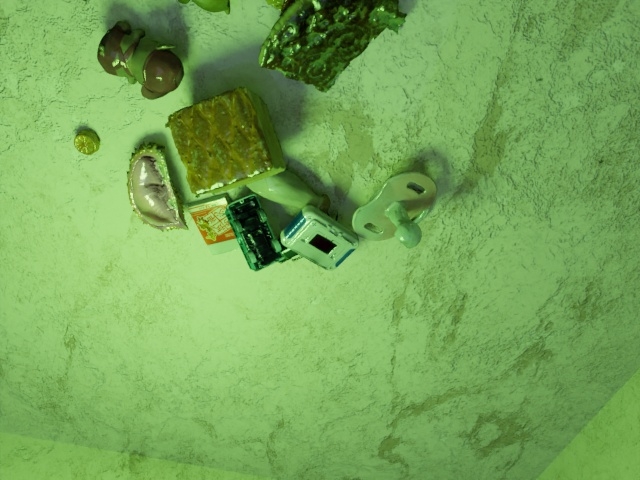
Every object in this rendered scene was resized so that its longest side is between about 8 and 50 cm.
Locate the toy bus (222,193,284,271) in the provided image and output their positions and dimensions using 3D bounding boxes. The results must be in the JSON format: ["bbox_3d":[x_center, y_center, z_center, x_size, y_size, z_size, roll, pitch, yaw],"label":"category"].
[{"bbox_3d":[-0.244,-0.027,1.785,0.128,0.147,0.255,-25,96,-18],"label":"toy bus"}]

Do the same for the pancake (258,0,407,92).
[{"bbox_3d":[0.037,-0.602,1.421,0.427,0.066,0.305,-34,146,24],"label":"pancake"}]

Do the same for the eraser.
[{"bbox_3d":[-0.384,-0.056,1.883,0.157,0.038,0.230,-14,123,12],"label":"eraser"}]

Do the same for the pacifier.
[{"bbox_3d":[0.264,-0.097,1.724,0.220,0.273,0.332,42,117,-5],"label":"pacifier"}]

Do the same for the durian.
[{"bbox_3d":[-0.587,-0.190,1.765,0.191,0.112,0.341,-4,117,16],"label":"durian"}]

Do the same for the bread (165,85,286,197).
[{"bbox_3d":[-0.287,-0.304,1.558,0.279,0.207,0.278,-20,91,12],"label":"bread"}]

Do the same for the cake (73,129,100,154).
[{"bbox_3d":[-0.802,-0.337,1.705,0.084,0.044,0.084,2,124,3],"label":"cake"}]

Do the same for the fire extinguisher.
[{"bbox_3d":[-0.046,-0.011,1.868,0.295,0.093,0.118,-26,78,18],"label":"fire extinguisher"}]

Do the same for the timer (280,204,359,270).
[{"bbox_3d":[0.000,0.000,1.770,0.253,0.078,0.178,30,118,-26],"label":"timer"}]

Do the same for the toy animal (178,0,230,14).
[{"bbox_3d":[-0.404,-0.739,1.338,0.363,0.180,0.181,14,117,1],"label":"toy animal"}]

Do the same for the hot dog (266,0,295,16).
[{"bbox_3d":[-0.050,-0.687,1.390,0.213,0.103,0.146,14,122,-12],"label":"hot dog"}]

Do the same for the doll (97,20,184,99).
[{"bbox_3d":[-0.531,-0.533,1.493,0.256,0.152,0.196,24,156,4],"label":"doll"}]

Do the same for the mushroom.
[{"bbox_3d":[-0.123,-0.181,1.738,0.350,0.128,0.128,29,121,-21],"label":"mushroom"}]
